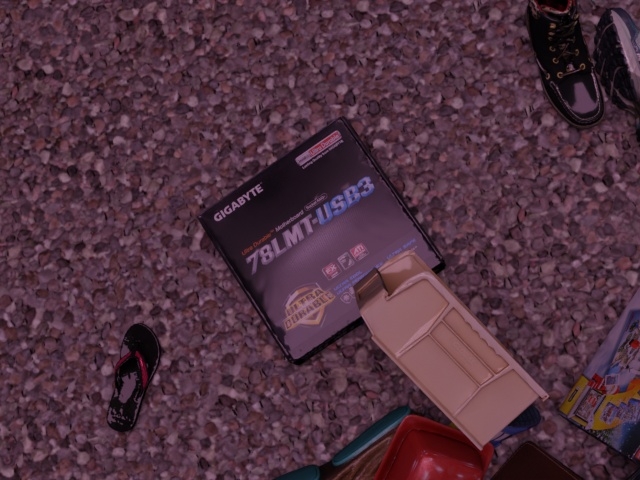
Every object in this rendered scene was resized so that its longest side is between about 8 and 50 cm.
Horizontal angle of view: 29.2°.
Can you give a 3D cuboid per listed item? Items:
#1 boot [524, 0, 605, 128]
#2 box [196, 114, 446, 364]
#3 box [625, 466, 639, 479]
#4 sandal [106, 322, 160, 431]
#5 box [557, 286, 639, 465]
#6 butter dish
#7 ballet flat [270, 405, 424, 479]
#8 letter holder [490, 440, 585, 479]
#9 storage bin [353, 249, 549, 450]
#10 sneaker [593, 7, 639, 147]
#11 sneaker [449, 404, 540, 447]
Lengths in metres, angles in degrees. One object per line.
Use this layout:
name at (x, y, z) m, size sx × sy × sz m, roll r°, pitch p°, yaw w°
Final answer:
boot at (0.374, -0.298, 1.896) m, size 0.085 × 0.178 × 0.236 m, roll -20°, pitch 76°, yaw 6°
box at (0.000, 0.000, 1.968) m, size 0.295 × 0.073 × 0.293 m, roll -34°, pitch 77°, yaw 2°
box at (0.499, 0.421, 1.690) m, size 0.183 × 0.059 × 0.232 m, roll -32°, pitch 87°, yaw -30°
sandal at (-0.307, 0.223, 1.996) m, size 0.067 × 0.040 × 0.179 m, roll 12°, pitch 82°, yaw 12°
box at (0.476, 0.200, 1.816) m, size 0.233 × 0.044 × 0.159 m, roll -56°, pitch 38°, yaw -2°
butter dish at (0.170, 0.360, 1.793) m, size 0.160 × 0.118 × 0.160 m, roll 22°, pitch 102°, yaw -14°
ballet flat at (0.027, 0.384, 1.888) m, size 0.342 × 0.116 × 0.124 m, roll -30°, pitch 96°, yaw 0°
letter holder at (0.298, 0.474, 1.805) m, size 0.152 × 0.214 × 0.302 m, roll 39°, pitch 88°, yaw -18°
storage bin at (0.175, 0.144, 1.778) m, size 0.123 × 0.262 × 0.260 m, roll -43°, pitch 95°, yaw 4°
sneaker at (0.526, -0.241, 1.914) m, size 0.122 × 0.110 × 0.283 m, roll -21°, pitch 79°, yaw -12°
sneaker at (0.266, 0.286, 1.881) m, size 0.144 × 0.059 × 0.053 m, roll -13°, pitch 48°, yaw -3°
